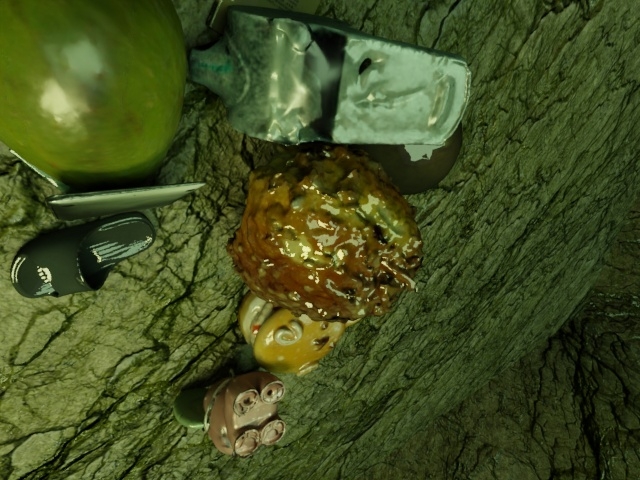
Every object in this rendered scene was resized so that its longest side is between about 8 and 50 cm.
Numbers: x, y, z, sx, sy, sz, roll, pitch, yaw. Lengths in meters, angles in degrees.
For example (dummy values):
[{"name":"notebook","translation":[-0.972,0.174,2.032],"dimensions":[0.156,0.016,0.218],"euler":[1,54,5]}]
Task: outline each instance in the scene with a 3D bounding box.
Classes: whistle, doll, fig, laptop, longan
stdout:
[{"name":"whistle","translation":[0.012,-0.240,0.620],"dimensions":[0.188,0.405,0.168],"euler":[-48,152,-53]},{"name":"doll","translation":[-0.204,0.398,1.017],"dimensions":[0.284,0.268,0.216],"euler":[-5,103,-35]},{"name":"fig","translation":[-0.291,-0.195,0.513],"dimensions":[0.258,0.258,0.326],"euler":[-21,142,-23]},{"name":"laptop","translation":[-0.297,-0.057,0.618],"dimensions":[0.188,0.269,0.015],"euler":[-12,94,-31]},{"name":"longan","translation":[0.153,-0.221,0.815],"dimensions":[0.258,0.258,0.257],"euler":[-20,131,-25]}]

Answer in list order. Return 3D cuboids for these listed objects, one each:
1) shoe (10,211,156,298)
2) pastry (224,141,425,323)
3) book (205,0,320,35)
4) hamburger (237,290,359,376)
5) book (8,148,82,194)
[{"name":"shoe","translation":[-0.403,0.033,0.707],"dimensions":[0.241,0.093,0.108],"euler":[-27,135,-20]},{"name":"pastry","translation":[0.015,0.004,0.774],"dimensions":[0.292,0.337,0.405],"euler":[-54,-179,-34]},{"name":"book","translation":[-0.068,-0.420,0.668],"dimensions":[0.161,0.026,0.230],"euler":[15,111,-42]},{"name":"hamburger","translation":[-0.040,0.206,1.039],"dimensions":[0.303,0.186,0.260],"euler":[-24,133,-24]},{"name":"book","translation":[-0.391,-0.126,0.650],"dimensions":[0.103,0.017,0.135],"euler":[-40,134,-4]}]
